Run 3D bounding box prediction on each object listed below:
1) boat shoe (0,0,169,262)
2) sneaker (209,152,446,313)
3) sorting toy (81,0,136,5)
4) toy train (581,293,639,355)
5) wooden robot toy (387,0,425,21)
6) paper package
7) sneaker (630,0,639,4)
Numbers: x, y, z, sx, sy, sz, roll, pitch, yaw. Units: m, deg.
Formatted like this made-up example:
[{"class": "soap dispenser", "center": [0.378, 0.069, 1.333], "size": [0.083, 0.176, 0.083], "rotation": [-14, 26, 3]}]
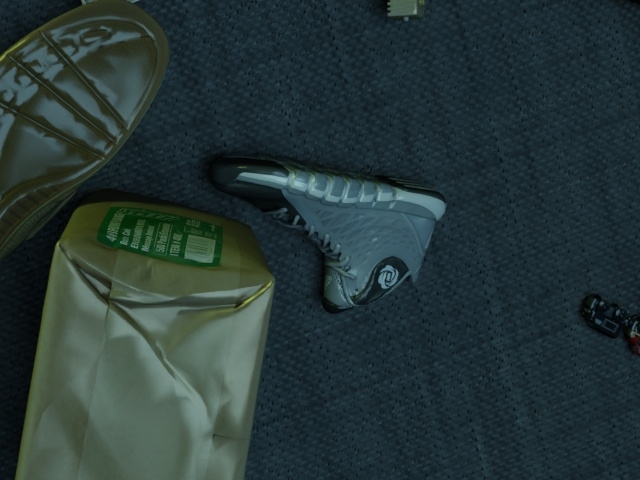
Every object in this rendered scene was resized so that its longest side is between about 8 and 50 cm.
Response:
[{"class": "boat shoe", "center": [-0.262, -0.066, 1.465], "size": [0.121, 0.110, 0.341], "rotation": [44, 89, -7]}, {"class": "sneaker", "center": [0.000, 0.000, 1.582], "size": [0.229, 0.086, 0.132], "rotation": [9, 100, -21]}, {"class": "sorting toy", "center": [-0.177, -0.236, 1.497], "size": [0.083, 0.045, 0.075], "rotation": [-25, 101, -12]}, {"class": "toy train", "center": [0.324, 0.099, 1.743], "size": [0.158, 0.027, 0.036], "rotation": [26, 95, -21]}, {"class": "wooden robot toy", "center": [0.049, -0.282, 1.564], "size": [0.079, 0.076, 0.173], "rotation": [-3, 105, 18]}, {"class": "paper package", "center": [-0.147, 0.130, 1.417], "size": [0.168, 0.325, 0.309], "rotation": [8, 97, -5]}, {"class": "sneaker", "center": [0.454, -0.341, 1.648], "size": [0.448, 0.169, 0.257], "rotation": [-2, 93, -27]}]
